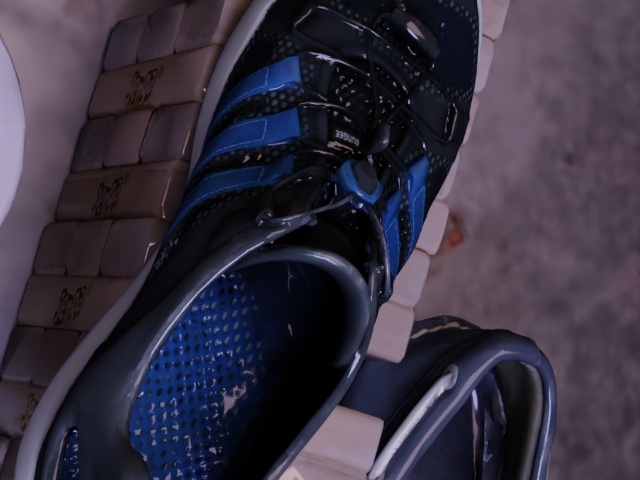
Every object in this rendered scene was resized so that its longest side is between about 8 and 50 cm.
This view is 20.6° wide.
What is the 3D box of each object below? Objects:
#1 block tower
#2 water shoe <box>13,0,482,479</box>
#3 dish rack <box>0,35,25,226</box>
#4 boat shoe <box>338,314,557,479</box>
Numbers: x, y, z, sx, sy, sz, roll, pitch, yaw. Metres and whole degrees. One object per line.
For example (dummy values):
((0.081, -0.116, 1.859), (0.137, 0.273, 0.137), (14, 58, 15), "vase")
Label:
((-0.004, -0.072, 0.542), (0.097, 0.091, 0.335), (20, 80, -27), "block tower")
((0.000, 0.000, 0.445), (0.073, 0.080, 0.203), (34, 74, -24), "water shoe")
((-0.265, -0.009, 0.412), (0.285, 0.072, 0.333), (47, 69, -18), "dish rack")
((0.013, 0.146, 0.552), (0.095, 0.079, 0.254), (30, 76, -25), "boat shoe")
